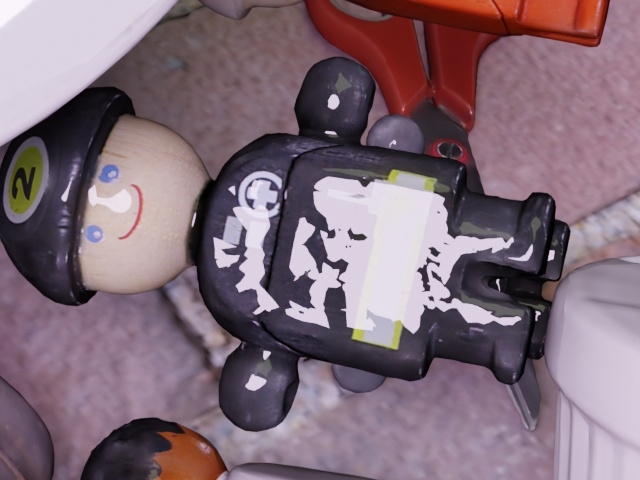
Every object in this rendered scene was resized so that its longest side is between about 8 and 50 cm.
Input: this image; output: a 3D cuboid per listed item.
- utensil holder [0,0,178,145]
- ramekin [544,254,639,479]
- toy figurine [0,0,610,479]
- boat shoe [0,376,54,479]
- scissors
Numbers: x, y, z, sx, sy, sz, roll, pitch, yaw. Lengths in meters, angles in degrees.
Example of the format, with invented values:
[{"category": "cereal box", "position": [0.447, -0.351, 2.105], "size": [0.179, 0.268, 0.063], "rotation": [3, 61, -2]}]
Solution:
[{"category": "utensil holder", "position": [-0.180, -0.190, 0.529], "size": [0.328, 0.327, 0.385], "rotation": [-3, 13, -13]}, {"category": "ramekin", "position": [0.188, 0.093, 0.514], "size": [0.273, 0.127, 0.273], "rotation": [8, 10, -1]}, {"category": "toy figurine", "position": [0.000, 0.000, 0.578], "size": [0.148, 0.209, 0.213], "rotation": [11, 47, 9]}, {"category": "boat shoe", "position": [-0.242, 0.028, 0.579], "size": [0.355, 0.132, 0.130], "rotation": [32, 38, 9]}, {"category": "scissors", "position": [0.039, -0.045, 0.759], "size": [0.109, 0.021, 0.297], "rotation": [10, 48, -5]}]
